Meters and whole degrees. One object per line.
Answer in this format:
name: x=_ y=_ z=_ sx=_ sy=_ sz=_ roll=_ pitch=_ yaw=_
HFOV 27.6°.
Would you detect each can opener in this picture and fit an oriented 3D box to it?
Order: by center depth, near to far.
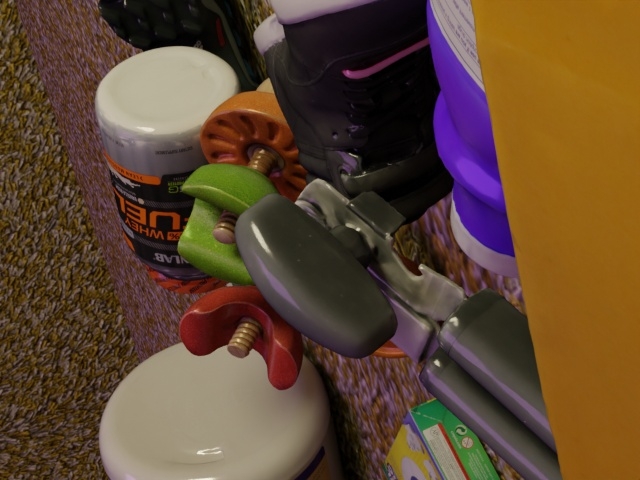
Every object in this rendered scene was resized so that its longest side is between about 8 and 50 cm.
can opener: x=0.073 y=0.072 z=0.684 sx=0.280 sy=0.093 sz=0.074 roll=39 pitch=146 yaw=17

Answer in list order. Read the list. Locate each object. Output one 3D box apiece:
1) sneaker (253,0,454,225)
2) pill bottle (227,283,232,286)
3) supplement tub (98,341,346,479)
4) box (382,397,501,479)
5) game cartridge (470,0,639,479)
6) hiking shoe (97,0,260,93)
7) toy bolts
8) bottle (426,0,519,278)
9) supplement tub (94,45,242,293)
sneaker: x=0.038 y=-0.081 z=0.716 sx=0.296 sy=0.105 sz=0.147 roll=177 pitch=70 yaw=-81
pill bottle: x=-0.105 y=0.008 z=1.403 sx=0.120 sy=0.067 sz=0.067 roll=40 pitch=149 yaw=60
supplement tub: x=-0.088 y=0.291 z=1.409 sx=0.241 sy=0.241 sz=0.331 roll=50 pitch=157 yaw=50
box: x=0.095 y=0.196 z=1.021 sx=0.179 sy=0.043 sz=0.105 roll=97 pitch=148 yaw=-65
game cartridge: x=0.172 y=0.060 z=0.358 sx=0.285 sy=0.053 sz=0.323 roll=34 pitch=156 yaw=39
hiking shoe: x=-0.101 y=-0.164 z=1.131 sx=0.132 sy=0.113 sz=0.304 roll=-84 pitch=-17 yaw=-45
toy bolts: x=0.000 y=0.000 z=0.994 sx=0.218 sy=0.158 sz=0.228 roll=25 pitch=144 yaw=4
bottle: x=0.095 y=-0.087 z=0.505 sx=0.283 sy=0.092 sz=0.118 roll=90 pitch=154 yaw=-55
supplement tub: x=-0.113 y=-0.052 z=1.066 sx=0.117 sy=0.117 sz=0.190 roll=54 pitch=159 yaw=42
